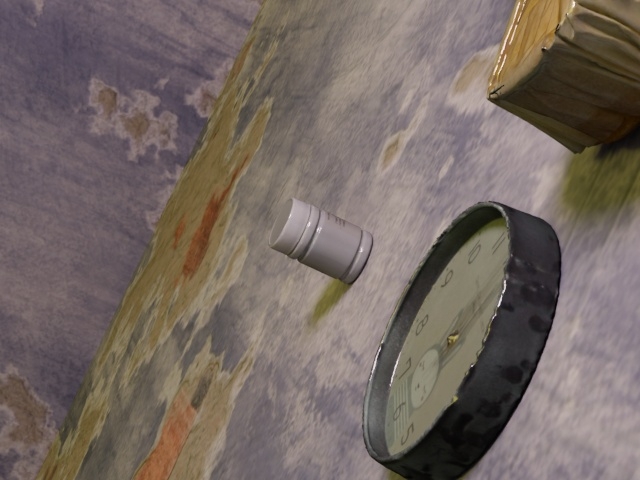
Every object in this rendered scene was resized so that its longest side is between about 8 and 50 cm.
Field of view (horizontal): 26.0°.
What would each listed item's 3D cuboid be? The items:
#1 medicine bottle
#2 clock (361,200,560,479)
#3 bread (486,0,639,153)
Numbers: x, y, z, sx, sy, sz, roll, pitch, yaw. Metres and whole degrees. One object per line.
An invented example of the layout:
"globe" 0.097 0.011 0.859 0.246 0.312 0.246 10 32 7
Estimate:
"medicine bottle" 0.000 0.000 1.396 0.058 0.091 0.058 -58 15 26
"clock" 0.097 0.072 1.009 0.215 0.042 0.215 -58 15 25
"bread" 0.203 -0.172 0.907 0.192 0.110 0.209 138 154 -73
